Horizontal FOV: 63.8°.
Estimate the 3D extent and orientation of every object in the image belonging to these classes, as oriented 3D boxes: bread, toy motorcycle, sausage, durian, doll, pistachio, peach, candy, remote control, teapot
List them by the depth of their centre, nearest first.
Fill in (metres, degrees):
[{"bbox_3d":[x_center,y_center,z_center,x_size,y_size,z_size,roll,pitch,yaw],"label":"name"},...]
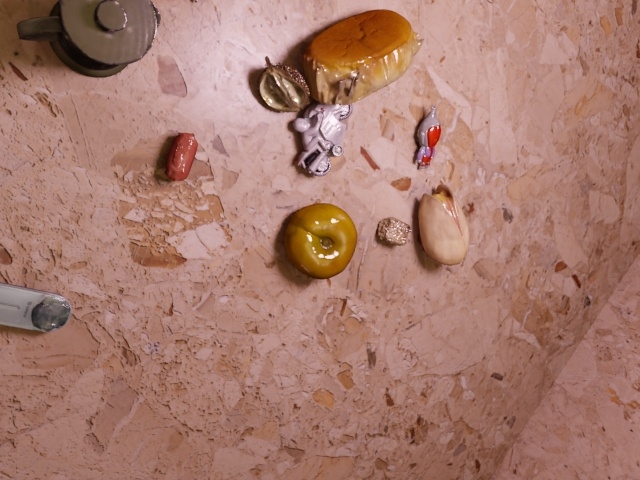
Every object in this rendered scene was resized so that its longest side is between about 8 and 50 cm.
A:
[{"bbox_3d":[-0.507,-0.464,1.117,0.270,0.337,0.200,-13,109,-26],"label":"teapot"},{"bbox_3d":[-0.762,0.164,1.299,0.247,0.052,0.104,21,93,-34],"label":"remote control"},{"bbox_3d":[-0.382,-0.231,1.412,0.076,0.076,0.141,18,95,-33],"label":"sausage"},{"bbox_3d":[-0.107,-0.461,1.491,0.188,0.148,0.091,51,41,-42],"label":"durian"},{"bbox_3d":[0.113,-0.556,1.545,0.388,0.236,0.183,-37,137,-29],"label":"bread"},{"bbox_3d":[-0.007,-0.337,1.601,0.170,0.110,0.260,18,101,-17],"label":"toy motorcycle"},{"bbox_3d":[0.000,0.000,1.667,0.251,0.153,0.251,-1,93,-18],"label":"peach"},{"bbox_3d":[0.389,-0.369,1.839,0.102,0.075,0.228,-22,124,-40],"label":"doll"},{"bbox_3d":[0.266,-0.032,1.852,0.110,0.085,0.095,15,85,-29],"label":"candy"},{"bbox_3d":[0.460,-0.050,1.903,0.187,0.187,0.299,-26,111,-23],"label":"pistachio"}]

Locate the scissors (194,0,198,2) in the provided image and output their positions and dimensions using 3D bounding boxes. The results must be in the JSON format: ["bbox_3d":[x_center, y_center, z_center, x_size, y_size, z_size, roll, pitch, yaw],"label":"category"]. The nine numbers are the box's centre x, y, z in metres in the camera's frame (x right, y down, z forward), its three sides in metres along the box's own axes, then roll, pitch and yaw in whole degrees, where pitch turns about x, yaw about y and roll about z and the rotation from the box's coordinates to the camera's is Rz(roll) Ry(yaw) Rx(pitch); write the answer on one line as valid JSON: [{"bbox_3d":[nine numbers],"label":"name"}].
[{"bbox_3d":[-0.339,-0.723,1.338,0.133,0.020,0.187,3,99,-29],"label":"scissors"}]
